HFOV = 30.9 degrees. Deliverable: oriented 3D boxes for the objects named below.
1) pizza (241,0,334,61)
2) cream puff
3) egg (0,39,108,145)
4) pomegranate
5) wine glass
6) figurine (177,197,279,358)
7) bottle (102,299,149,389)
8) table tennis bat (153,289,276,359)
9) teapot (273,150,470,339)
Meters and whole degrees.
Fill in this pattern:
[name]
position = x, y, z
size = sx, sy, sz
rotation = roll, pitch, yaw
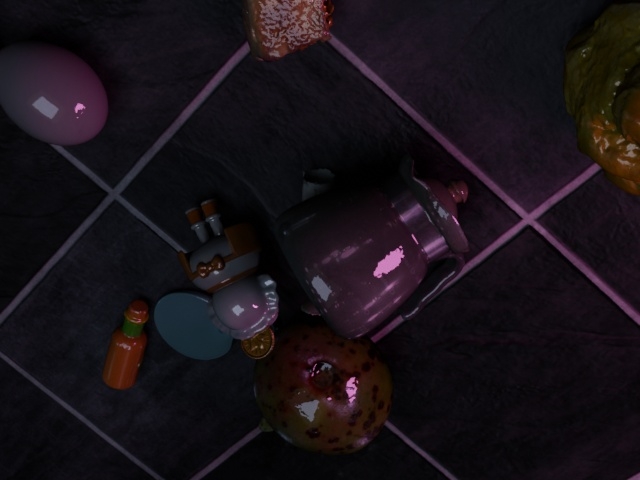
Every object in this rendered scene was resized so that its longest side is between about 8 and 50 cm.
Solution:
[pizza]
position = -0.026, -0.379, 1.634
size = 0.161, 0.085, 0.305
rotation = 25, 122, -4
[cream puff]
position = 0.461, -0.159, 1.516
size = 0.323, 0.270, 0.274
rotation = 29, 131, -1
[egg]
position = -0.426, -0.233, 1.822
size = 0.198, 0.146, 0.146
rotation = 41, 125, -3
[pomegranate]
position = 0.001, 0.270, 1.984
size = 0.242, 0.242, 0.306
rotation = 16, 143, 7
[wine glass]
position = 0.000, 0.000, 1.890
size = 0.074, 0.074, 0.262
rotation = 7, 123, 13
[figurine]
position = -0.147, 0.063, 1.904
size = 0.143, 0.143, 0.271
rotation = -31, 66, 32
[bottle]
position = -0.351, 0.188, 2.126
size = 0.069, 0.069, 0.187
rotation = 23, 125, 2
[table tennis bat]
position = -0.189, 0.151, 2.072
size = 0.237, 0.038, 0.149
rotation = -1, 121, 24
[teapot]
position = 0.118, 0.021, 1.759
size = 0.285, 0.223, 0.305
rotation = -33, 113, 4
